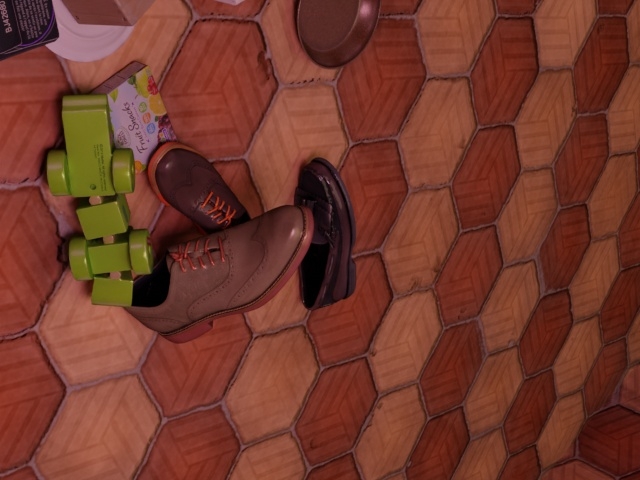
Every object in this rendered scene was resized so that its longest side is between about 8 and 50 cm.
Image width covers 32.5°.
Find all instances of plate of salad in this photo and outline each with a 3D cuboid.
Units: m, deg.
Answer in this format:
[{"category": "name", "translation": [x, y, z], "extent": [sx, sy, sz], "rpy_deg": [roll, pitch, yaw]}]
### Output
[{"category": "plate of salad", "translation": [-0.317, -0.336, 1.445], "extent": [0.200, 0.048, 0.200], "rpy_deg": [-14, 109, -48]}]

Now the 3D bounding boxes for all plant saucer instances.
[{"category": "plant saucer", "translation": [0.022, -0.383, 1.812], "extent": [0.198, 0.036, 0.198], "rpy_deg": [-26, 128, -39]}]

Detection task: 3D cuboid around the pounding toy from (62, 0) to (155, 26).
[{"category": "pounding toy", "translation": [-0.237, -0.335, 1.398], "extent": [0.141, 0.130, 0.100], "rpy_deg": [-55, 135, -26]}]

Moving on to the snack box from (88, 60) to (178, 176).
[{"category": "snack box", "translation": [-0.271, -0.173, 1.587], "extent": [0.100, 0.037, 0.141], "rpy_deg": [-42, 136, -26]}]

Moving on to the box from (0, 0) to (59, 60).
[{"category": "box", "translation": [-0.424, -0.293, 1.166], "extent": [0.143, 0.270, 0.165], "rpy_deg": [-30, 130, -35]}]

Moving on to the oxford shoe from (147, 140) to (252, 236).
[{"category": "oxford shoe", "translation": [-0.168, -0.063, 1.690], "extent": [0.097, 0.098, 0.271], "rpy_deg": [-55, 147, -7]}]

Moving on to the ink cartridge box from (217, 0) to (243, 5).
[{"category": "ink cartridge box", "translation": [-0.062, -0.498, 1.552], "extent": [0.353, 0.119, 0.207], "rpy_deg": [-41, 138, -40]}]

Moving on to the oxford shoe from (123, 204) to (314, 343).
[{"category": "oxford shoe", "translation": [-0.159, 0.044, 1.644], "extent": [0.348, 0.123, 0.130], "rpy_deg": [-36, 135, 27]}]

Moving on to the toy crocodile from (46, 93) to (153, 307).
[{"category": "toy crocodile", "translation": [-0.309, -0.049, 1.559], "extent": [0.115, 0.105, 0.340], "rpy_deg": [-7, 118, -1]}]

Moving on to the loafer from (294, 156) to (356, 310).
[{"category": "loafer", "translation": [0.000, 0.000, 1.935], "extent": [0.095, 0.109, 0.302], "rpy_deg": [-33, 134, -28]}]
